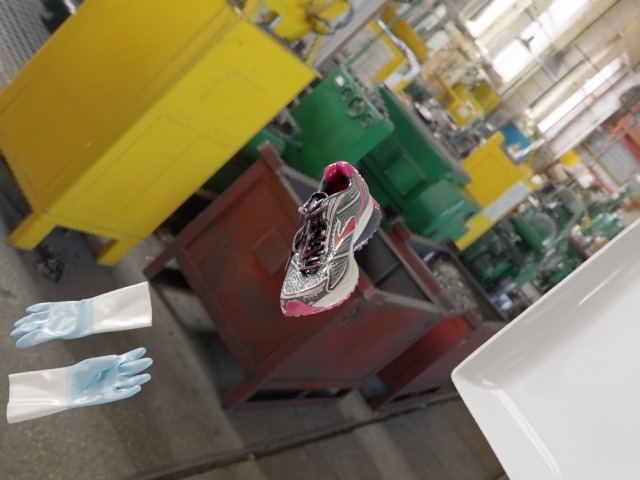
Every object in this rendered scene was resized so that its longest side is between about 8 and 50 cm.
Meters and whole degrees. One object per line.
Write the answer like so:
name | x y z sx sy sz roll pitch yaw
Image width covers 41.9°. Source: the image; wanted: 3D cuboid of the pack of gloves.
pack of gloves | -0.378 0.163 1.299 0.046 0.232 0.195 79 -1 -59

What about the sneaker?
sneaker | 0.000 0.000 1.304 0.112 0.121 0.299 62 34 -33

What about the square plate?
square plate | 0.357 0.180 0.974 0.049 0.344 0.347 37 18 -38
